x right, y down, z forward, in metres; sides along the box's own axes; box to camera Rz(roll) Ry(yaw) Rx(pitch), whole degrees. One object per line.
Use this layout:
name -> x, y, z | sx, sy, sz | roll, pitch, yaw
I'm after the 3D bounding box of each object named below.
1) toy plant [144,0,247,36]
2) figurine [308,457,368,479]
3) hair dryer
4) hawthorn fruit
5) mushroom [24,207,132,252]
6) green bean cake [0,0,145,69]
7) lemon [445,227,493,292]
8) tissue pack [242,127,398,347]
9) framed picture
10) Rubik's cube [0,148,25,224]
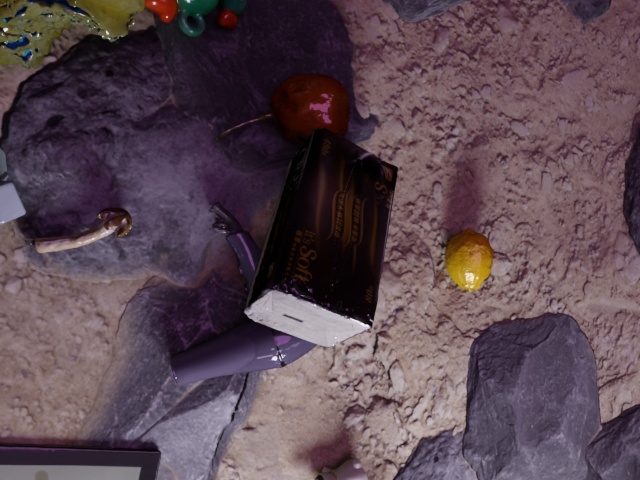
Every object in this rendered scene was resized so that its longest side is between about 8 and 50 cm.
toy plant -> -0.240, -0.583, 0.906 | 0.185, 0.279, 0.401 | -3, 82, 19
figurine -> 0.033, 0.548, 1.048 | 0.146, 0.081, 0.098 | -19, 96, -21
hair dryer -> -0.180, 0.099, 0.982 | 0.300, 0.121, 0.362 | -15, 85, -12
hawthorn fruit -> -0.079, -0.260, 1.006 | 0.285, 0.165, 0.166 | -9, 93, -1
mushroom -> -0.444, -0.013, 0.889 | 0.186, 0.061, 0.060 | -20, 102, -16
green bean cake -> -0.458, -0.407, 0.781 | 0.310, 0.202, 0.285 | -39, 94, 23
lemon -> 0.361, 0.048, 1.167 | 0.114, 0.114, 0.155 | -3, 94, -21
tissue pack -> 0.000, 0.000, 0.927 | 0.209, 0.198, 0.370 | 25, 58, -21
framed picture -> -0.494, 0.511, 0.882 | 0.346, 0.016, 0.265 | 11, 85, -20
Rubik's cube -> -0.598, -0.100, 0.727 | 0.212, 0.265, 0.225 | -14, 108, -10
